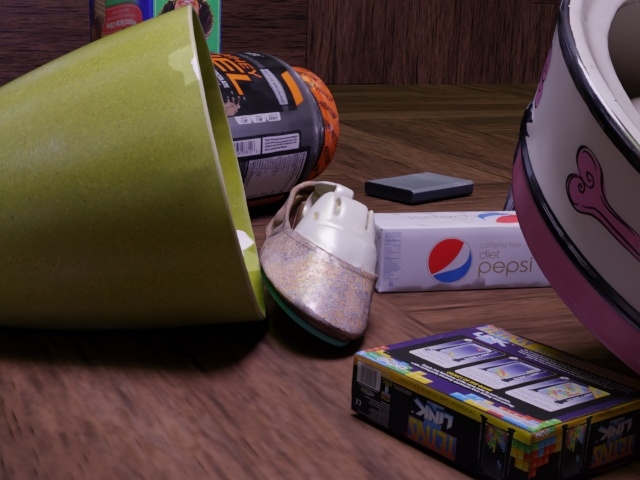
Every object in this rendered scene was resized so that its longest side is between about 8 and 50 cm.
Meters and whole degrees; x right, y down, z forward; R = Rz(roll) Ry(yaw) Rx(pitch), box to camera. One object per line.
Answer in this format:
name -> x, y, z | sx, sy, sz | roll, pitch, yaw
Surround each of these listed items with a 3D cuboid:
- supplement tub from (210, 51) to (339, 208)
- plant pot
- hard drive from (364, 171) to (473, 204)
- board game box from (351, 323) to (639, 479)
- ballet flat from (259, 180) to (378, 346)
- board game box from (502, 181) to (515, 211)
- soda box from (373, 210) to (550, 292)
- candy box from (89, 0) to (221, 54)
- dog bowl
supplement tub -> -0.144, -0.135, 1.408 | 0.207, 0.207, 0.338 | 13, 17, 39
plant pot -> -0.219, -0.034, 0.941 | 0.293, 0.275, 0.275 | -13, 14, 0
hard drive -> 0.144, -0.077, 1.599 | 0.135, 0.022, 0.094 | -11, 19, -43
board game box -> 0.128, 0.111, 0.761 | 0.141, 0.048, 0.170 | -6, 16, -37
ballet flat -> 0.000, 0.000, 1.035 | 0.107, 0.106, 0.316 | 28, 8, -15
board game box -> 0.349, -0.081, 1.386 | 0.194, 0.194, 0.060 | 24, 23, 23
soda box -> 0.154, 0.009, 1.145 | 0.216, 0.069, 0.074 | -1, 14, -14
candy box -> -0.250, -0.249, 1.632 | 0.122, 0.317, 0.268 | -7, 15, -29
dog bowl -> 0.322, -0.025, 0.804 | 0.408, 0.150, 0.408 | 16, 41, -15
